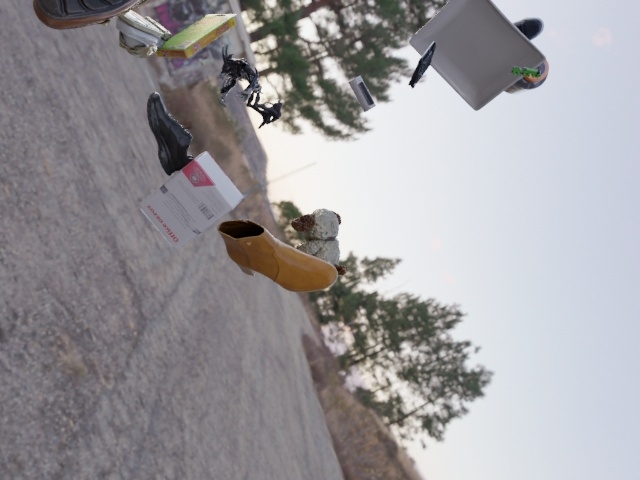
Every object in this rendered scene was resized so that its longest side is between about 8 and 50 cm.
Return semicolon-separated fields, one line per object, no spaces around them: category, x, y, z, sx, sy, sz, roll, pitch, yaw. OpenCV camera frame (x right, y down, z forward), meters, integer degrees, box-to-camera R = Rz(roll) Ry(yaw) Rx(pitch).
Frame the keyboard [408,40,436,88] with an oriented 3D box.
keyboard;0.273;-0.462;1.862;0.180;0.023;0.108;-54;170;-54

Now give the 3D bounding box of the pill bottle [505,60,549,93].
pill bottle;0.718;-0.591;2.438;0.246;0.130;0.131;-116;-176;-83

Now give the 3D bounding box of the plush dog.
plush dog;0.000;0.000;2.412;0.262;0.210;0.226;-11;104;-54

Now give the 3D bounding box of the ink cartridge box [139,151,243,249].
ink cartridge box;-0.441;-0.134;2.356;0.207;0.283;0.117;52;24;-11

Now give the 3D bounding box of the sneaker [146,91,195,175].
sneaker;-0.503;-0.365;2.330;0.109;0.130;0.286;-123;-161;-56

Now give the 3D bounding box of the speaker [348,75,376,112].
speaker;0.163;-0.574;2.715;0.136;0.055;0.055;61;-3;-8

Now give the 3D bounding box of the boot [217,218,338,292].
boot;-0.111;0.036;1.777;0.211;0.295;0.104;72;31;-58

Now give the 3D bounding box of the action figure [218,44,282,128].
action figure;-0.244;-0.480;2.205;0.276;0.141;0.164;49;-19;-23

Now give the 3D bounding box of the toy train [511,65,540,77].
toy train;0.577;-0.473;1.941;0.017;0.083;0.024;-74;171;-50

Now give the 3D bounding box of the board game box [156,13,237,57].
board game box;-0.366;-0.617;2.078;0.124;0.259;0.039;12;-44;32

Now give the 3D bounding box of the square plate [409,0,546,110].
square plate;0.513;-0.637;2.288;0.347;0.049;0.344;44;-34;-7

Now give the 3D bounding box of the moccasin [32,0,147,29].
moccasin;-0.464;-0.544;1.497;0.139;0.380;0.147;47;-43;-14

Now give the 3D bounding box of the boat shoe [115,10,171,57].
boat shoe;-0.487;-0.547;1.874;0.113;0.103;0.302;37;10;-2

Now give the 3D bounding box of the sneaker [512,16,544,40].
sneaker;0.641;-0.702;2.388;0.226;0.163;0.086;-5;-70;38
